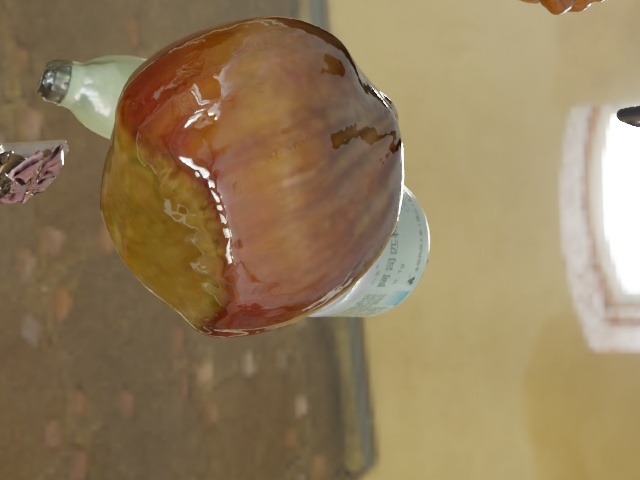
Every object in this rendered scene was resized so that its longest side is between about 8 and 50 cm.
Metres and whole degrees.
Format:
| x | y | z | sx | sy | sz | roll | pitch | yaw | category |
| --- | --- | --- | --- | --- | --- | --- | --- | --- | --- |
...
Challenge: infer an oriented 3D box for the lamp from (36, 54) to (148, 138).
| x | y | z | sx | sy | sz | roll | pitch | yaw | category |
| --- | --- | --- | --- | --- | --- | --- | --- | --- | --- |
| -0.194 | -0.150 | 1.780 | 0.250 | 0.101 | 0.101 | 15 | -111 | -25 | lamp |

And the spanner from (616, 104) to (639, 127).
| x | y | z | sx | sy | sz | roll | pitch | yaw | category |
| --- | --- | --- | --- | --- | --- | --- | --- | --- | --- |
| 0.312 | -0.108 | 1.211 | 0.316 | 0.087 | 0.024 | 178 | 100 | -69 | spanner |

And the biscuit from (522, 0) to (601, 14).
| x | y | z | sx | sy | sz | roll | pitch | yaw | category |
| --- | --- | --- | --- | --- | --- | --- | --- | --- | --- |
| 0.088 | -0.336 | 1.328 | 0.110 | 0.312 | 0.318 | -42 | -54 | -13 | biscuit |

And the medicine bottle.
| x | y | z | sx | sy | sz | roll | pitch | yaw | category |
| --- | --- | --- | --- | --- | --- | --- | --- | --- | --- |
| 0.000 | 0.000 | 1.366 | 0.168 | 0.135 | 0.135 | 4 | -96 | -56 | medicine bottle |

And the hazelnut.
| x | y | z | sx | sy | sz | roll | pitch | yaw | category |
| --- | --- | --- | --- | --- | --- | --- | --- | --- | --- |
| -0.051 | -0.046 | 1.098 | 0.210 | 0.186 | 0.210 | 14 | -108 | -48 | hazelnut |

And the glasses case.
| x | y | z | sx | sy | sz | roll | pitch | yaw | category |
| --- | --- | --- | --- | --- | --- | --- | --- | --- | --- |
| -0.386 | -0.091 | 2.112 | 0.070 | 0.102 | 0.193 | 69 | -163 | 1 | glasses case |

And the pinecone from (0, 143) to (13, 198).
| x | y | z | sx | sy | sz | roll | pitch | yaw | category |
| --- | --- | --- | --- | --- | --- | --- | --- | --- | --- |
| -0.402 | -0.081 | 1.604 | 0.165 | 0.163 | 0.163 | 47 | -157 | 5 | pinecone |
